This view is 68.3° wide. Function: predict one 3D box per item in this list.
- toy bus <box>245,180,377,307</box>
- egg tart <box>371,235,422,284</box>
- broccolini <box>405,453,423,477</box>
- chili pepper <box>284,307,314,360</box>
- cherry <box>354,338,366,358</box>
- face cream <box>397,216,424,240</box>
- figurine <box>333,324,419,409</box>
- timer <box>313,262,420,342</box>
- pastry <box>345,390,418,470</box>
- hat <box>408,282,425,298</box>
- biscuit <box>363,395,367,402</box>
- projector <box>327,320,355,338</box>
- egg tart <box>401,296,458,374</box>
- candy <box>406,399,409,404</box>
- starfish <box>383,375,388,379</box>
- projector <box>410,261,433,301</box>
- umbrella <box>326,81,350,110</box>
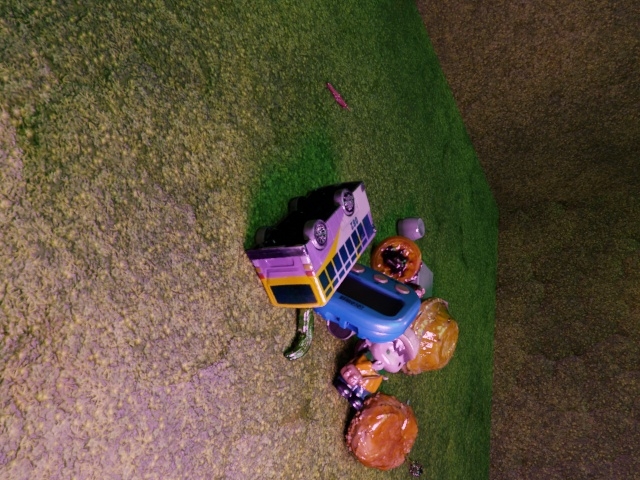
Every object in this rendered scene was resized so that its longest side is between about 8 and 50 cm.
[{"bbox_3d":[0.000,0.000,1.458,0.440,0.210,0.249,-50,126,-49],"label":"toy bus"},{"bbox_3d":[0.329,0.091,1.971,0.171,0.216,0.215,19,67,-66],"label":"egg tart"},{"bbox_3d":[0.368,0.936,2.010,0.057,0.071,0.254,-42,121,-4],"label":"broccolini"},{"bbox_3d":[-0.058,0.291,1.457,0.073,0.050,0.182,53,45,-48],"label":"chili pepper"},{"bbox_3d":[0.180,0.445,1.769,0.107,0.090,0.225,-68,150,-45],"label":"cherry"},{"bbox_3d":[0.429,-0.056,2.239,0.117,0.104,0.117,14,73,-55],"label":"face cream"},{"bbox_3d":[0.189,0.404,1.624,0.185,0.332,0.204,46,9,-20],"label":"figurine"},{"bbox_3d":[0.142,0.196,1.552,0.309,0.340,0.115,-29,138,-56],"label":"timer"},{"bbox_3d":[0.209,0.667,1.668,0.311,0.162,0.255,43,72,-39],"label":"pastry"},{"bbox_3d":[0.333,0.259,1.952,0.107,0.236,0.286,42,9,-5],"label":"hat"},{"bbox_3d":[0.175,0.619,1.767,0.089,0.027,0.087,-21,103,-56],"label":"biscuit"},{"bbox_3d":[0.152,0.270,1.733,0.338,0.108,0.108,-10,92,-57],"label":"projector"},{"bbox_3d":[0.495,0.440,2.095,0.388,0.169,0.387,-21,120,-43],"label":"egg tart"},{"bbox_3d":[0.341,0.771,1.969,0.305,0.083,0.091,-55,134,-57],"label":"candy"},{"bbox_3d":[0.230,0.428,1.810,0.216,0.050,0.223,-114,-157,-45],"label":"starfish"},{"bbox_3d":[0.450,0.237,2.216,0.192,0.099,0.256,39,51,-46],"label":"projector"},{"bbox_3d":[0.071,-0.567,1.865,0.165,0.025,0.027,40,70,-43],"label":"umbrella"}]
